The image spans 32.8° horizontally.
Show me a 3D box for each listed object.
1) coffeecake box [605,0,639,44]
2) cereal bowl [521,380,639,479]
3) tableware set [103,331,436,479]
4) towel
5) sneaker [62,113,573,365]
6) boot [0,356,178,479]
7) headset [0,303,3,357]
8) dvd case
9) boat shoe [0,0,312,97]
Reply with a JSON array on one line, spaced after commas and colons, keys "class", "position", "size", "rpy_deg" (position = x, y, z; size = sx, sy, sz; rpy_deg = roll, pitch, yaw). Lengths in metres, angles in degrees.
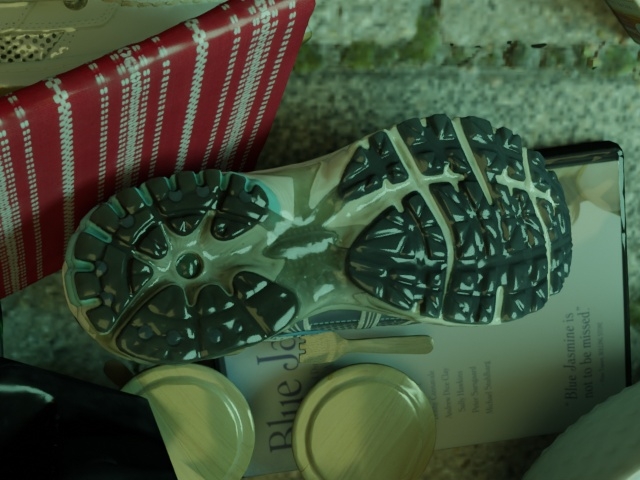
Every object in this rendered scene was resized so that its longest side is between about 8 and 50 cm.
[{"class": "coffeecake box", "position": [0.177, -0.211, 0.549], "size": [0.142, 0.068, 0.185], "rpy_deg": [-38, 107, 8]}, {"class": "cereal bowl", "position": [0.248, 0.208, 0.653], "size": [0.339, 0.141, 0.339], "rpy_deg": [-2, 112, -5]}, {"class": "tableware set", "position": [-0.030, 0.111, 0.637], "size": [0.194, 0.039, 0.128], "rpy_deg": [2, 97, -10]}, {"class": "towel", "position": [-0.138, -0.020, 0.491], "size": [0.275, 0.199, 0.031], "rpy_deg": [-27, 79, -20]}, {"class": "sneaker", "position": [0.000, 0.000, 0.575], "size": [0.283, 0.122, 0.110], "rpy_deg": [-4, 86, -24]}, {"class": "boot", "position": [-0.319, 0.223, 0.509], "size": [0.445, 0.367, 0.146], "rpy_deg": [-44, 62, 25]}, {"class": "headset", "position": [-0.376, 0.045, 0.585], "size": [0.394, 0.185, 0.243], "rpy_deg": [6, 112, -22]}, {"class": "dvd case", "position": [0.059, 0.044, 0.651], "size": [0.253, 0.022, 0.180], "rpy_deg": [-8, 109, -1]}, {"class": "boat shoe", "position": [-0.141, -0.111, 0.537], "size": [0.277, 0.098, 0.096], "rpy_deg": [-11, 91, -16]}]
